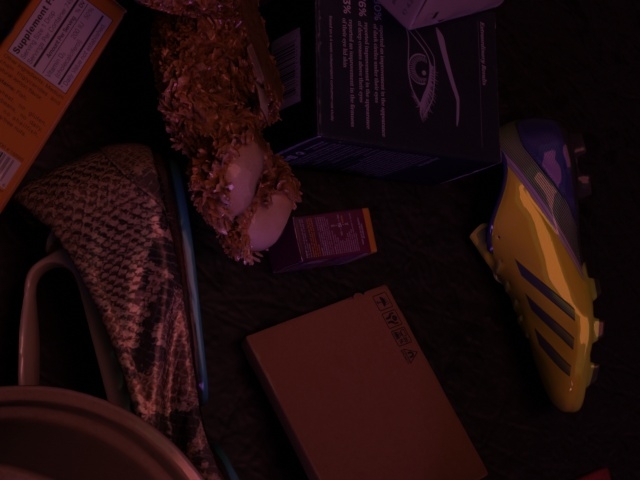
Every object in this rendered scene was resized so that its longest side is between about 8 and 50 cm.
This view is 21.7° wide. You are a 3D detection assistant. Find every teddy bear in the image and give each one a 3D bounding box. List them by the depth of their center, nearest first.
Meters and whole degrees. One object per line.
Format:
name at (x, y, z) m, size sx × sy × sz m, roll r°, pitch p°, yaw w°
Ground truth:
teddy bear at (-0.100, -0.143, 1.387) m, size 0.245 × 0.113 × 0.338 m, roll 12°, pitch 63°, yaw -77°

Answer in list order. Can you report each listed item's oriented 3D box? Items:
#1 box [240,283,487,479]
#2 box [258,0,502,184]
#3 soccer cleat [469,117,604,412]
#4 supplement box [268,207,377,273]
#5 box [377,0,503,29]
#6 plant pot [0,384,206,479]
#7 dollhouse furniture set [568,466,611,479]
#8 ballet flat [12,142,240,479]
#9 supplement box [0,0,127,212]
box at (0.039, 0.150, 1.482) m, size 0.164 × 0.021 × 0.201 m, roll -19°, pitch 74°, yaw -34°
box at (0.054, -0.142, 1.535) m, size 0.207 × 0.108 × 0.153 m, roll 7°, pitch 76°, yaw -32°
soccer cleat at (0.207, 0.025, 1.626) m, size 0.121 × 0.093 × 0.289 m, roll -5°, pitch 86°, yaw -3°
supplement box at (0.000, 0.000, 1.503) m, size 0.083 × 0.055 × 0.043 m, roll -8°, pitch 82°, yaw -34°
box at (0.074, -0.319, 1.504) m, size 0.232 × 0.127 × 0.148 m, roll 47°, pitch 40°, yaw 19°
plant pot at (-0.214, 0.256, 1.089) m, size 0.333 × 0.305 × 0.334 m, roll 0°, pitch 83°, yaw -3°
dollhouse furniture set at (0.178, 0.402, 1.442) m, size 0.152 × 0.201 × 0.374 m, roll -11°, pitch 85°, yaw -34°
ballet flat at (-0.142, 0.163, 1.339) m, size 0.182 × 0.164 × 0.483 m, roll -16°, pitch 83°, yaw -12°
supplement box at (-0.251, -0.111, 1.354) m, size 0.080 × 0.078 × 0.233 m, roll 39°, pitch 61°, yaw -17°
